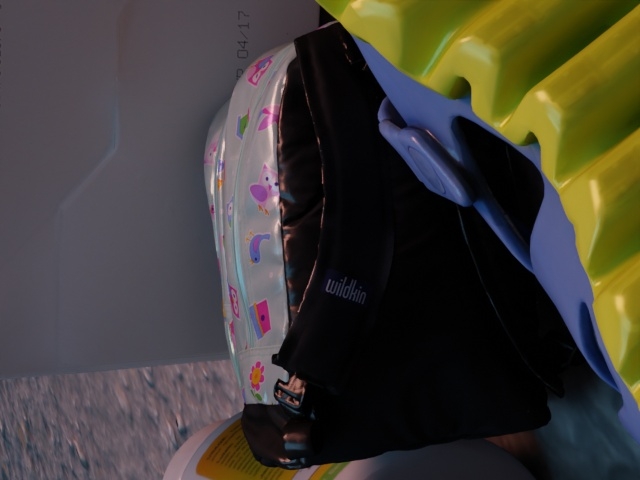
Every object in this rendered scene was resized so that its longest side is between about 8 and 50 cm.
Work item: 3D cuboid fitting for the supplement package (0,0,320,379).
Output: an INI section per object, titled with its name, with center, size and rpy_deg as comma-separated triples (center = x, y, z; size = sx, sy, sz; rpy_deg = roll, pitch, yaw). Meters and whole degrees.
[supplement package]
center = -0.123, -0.080, 0.687
size = 0.145, 0.204, 0.261
rpy_deg = 18, 107, 60

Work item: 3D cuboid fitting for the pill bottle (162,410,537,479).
[pill bottle]
center = 0.003, 0.154, 0.752
size = 0.246, 0.136, 0.136
rpy_deg = -1, 107, 64

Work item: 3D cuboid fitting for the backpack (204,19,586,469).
[backpack]
center = 0.017, -0.002, 0.609
size = 0.115, 0.152, 0.182
rpy_deg = -17, 81, 56

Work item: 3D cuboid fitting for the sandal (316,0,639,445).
[sandal]
center = 0.107, -0.016, 0.465
size = 0.317, 0.126, 0.138
rpy_deg = 56, 175, 26
